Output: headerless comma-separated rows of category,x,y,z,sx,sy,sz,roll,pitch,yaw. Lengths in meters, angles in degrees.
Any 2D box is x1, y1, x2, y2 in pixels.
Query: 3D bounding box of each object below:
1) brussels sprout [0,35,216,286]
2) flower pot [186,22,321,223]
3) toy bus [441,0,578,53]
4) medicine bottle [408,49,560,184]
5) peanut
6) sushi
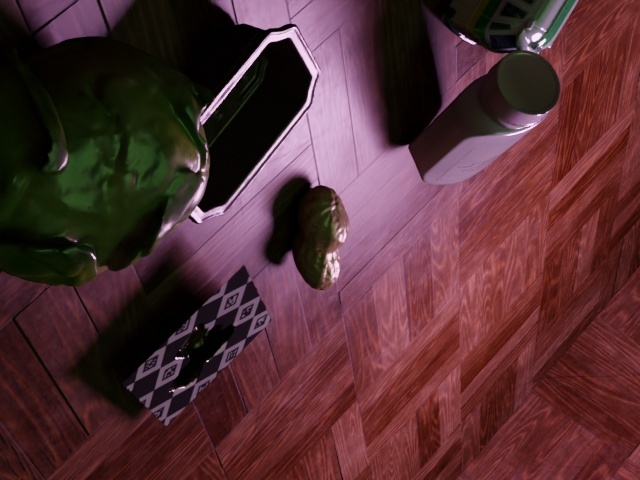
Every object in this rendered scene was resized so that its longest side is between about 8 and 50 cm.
brussels sprout,-0.239,-0.076,1.134,0.259,0.227,0.294,-25,151,-23
flower pot,-0.118,-0.154,1.395,0.251,0.084,0.179,-52,153,-8
toy bus,0.321,-0.408,1.744,0.276,0.165,0.133,-60,152,8
medicine bottle,0.257,-0.187,1.812,0.161,0.111,0.296,-20,171,-22
peanut,0.000,0.000,1.769,0.082,0.082,0.187,-31,144,-40
sushi,-0.185,0.143,1.670,0.231,0.047,0.219,-45,157,-12
